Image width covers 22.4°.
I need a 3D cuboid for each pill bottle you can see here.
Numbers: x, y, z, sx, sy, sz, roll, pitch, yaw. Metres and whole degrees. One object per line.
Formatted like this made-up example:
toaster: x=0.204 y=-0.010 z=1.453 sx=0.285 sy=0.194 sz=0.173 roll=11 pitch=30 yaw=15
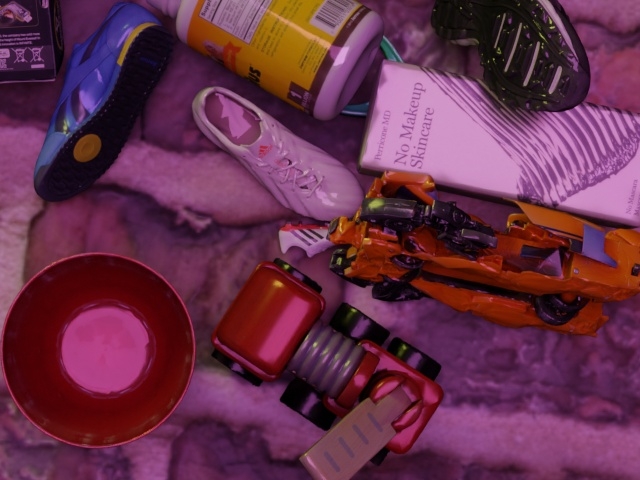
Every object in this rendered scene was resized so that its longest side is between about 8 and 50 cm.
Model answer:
pill bottle: x=-0.055 y=-0.212 z=1.541 sx=0.215 sy=0.117 sz=0.117 roll=30 pitch=85 yaw=8

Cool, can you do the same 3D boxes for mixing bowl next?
mixing bowl: x=-0.207 y=0.104 z=1.538 sx=0.181 sy=0.098 sz=0.181 roll=0 pitch=87 yaw=-2

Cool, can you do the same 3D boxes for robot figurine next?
robot figurine: x=0.149 y=0.014 z=1.522 sx=0.291 sy=0.211 sz=0.085 roll=15 pitch=66 yaw=-7

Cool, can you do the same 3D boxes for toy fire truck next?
toy fire truck: x=0.001 y=0.128 z=1.473 sx=0.217 sy=0.246 sz=0.158 roll=34 pitch=85 yaw=-1

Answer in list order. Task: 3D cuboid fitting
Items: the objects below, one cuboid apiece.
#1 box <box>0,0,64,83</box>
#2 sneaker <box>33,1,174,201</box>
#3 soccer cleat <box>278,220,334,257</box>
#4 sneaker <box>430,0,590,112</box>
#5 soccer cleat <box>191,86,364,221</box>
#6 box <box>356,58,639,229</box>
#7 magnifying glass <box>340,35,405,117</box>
box: x=-0.449 y=-0.297 z=1.485 sx=0.395 sy=0.097 sz=0.318 roll=-4 pitch=118 yaw=-2
sneaker: x=-0.225 y=-0.137 z=1.577 sx=0.082 sy=0.069 sz=0.209 roll=36 pitch=97 yaw=36
soccer cleat: x=0.000 y=0.000 z=1.592 sx=0.083 sy=0.029 sz=0.035 roll=4 pitch=95 yaw=0
sneaker: x=0.197 y=-0.195 z=1.505 sx=0.108 sy=0.271 sz=0.100 roll=9 pitch=114 yaw=-20
soccer cleat: x=-0.043 y=-0.082 z=1.569 sx=0.196 sy=0.076 sz=0.068 roll=35 pitch=85 yaw=-1
box: x=0.179 y=-0.090 z=1.547 sx=0.275 sy=0.094 sz=0.113 roll=11 pitch=90 yaw=-1
magnifying glass: x=0.087 y=-0.137 z=1.605 sx=0.231 sy=0.026 sz=0.092 roll=31 pitch=85 yaw=-2
